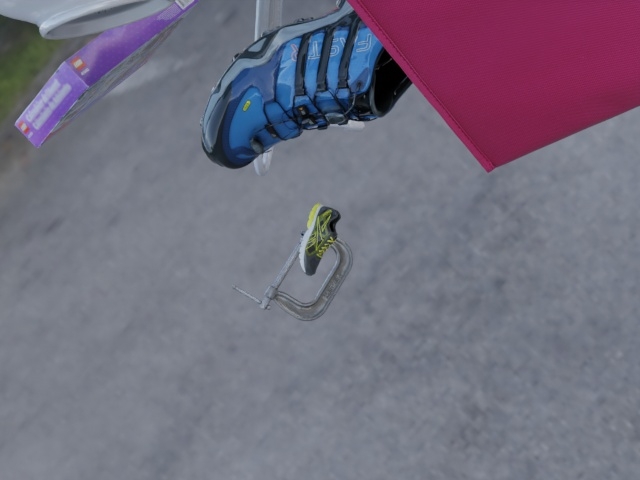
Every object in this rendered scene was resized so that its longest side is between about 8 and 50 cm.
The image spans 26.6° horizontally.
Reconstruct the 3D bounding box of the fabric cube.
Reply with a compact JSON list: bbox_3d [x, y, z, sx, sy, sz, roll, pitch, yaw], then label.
[{"bbox_3d":[0.179,-0.260,1.084,0.258,0.254,0.259,-24,47,24],"label":"fabric cube"}]

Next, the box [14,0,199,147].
[{"bbox_3d":[-0.337,-0.282,2.138,0.201,0.057,0.293,-38,7,48],"label":"box"}]

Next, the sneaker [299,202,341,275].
[{"bbox_3d":[0.000,0.000,1.529,0.035,0.031,0.083,10,88,23],"label":"sneaker"}]

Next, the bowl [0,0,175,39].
[{"bbox_3d":[-0.233,-0.287,1.369,0.297,0.134,0.298,-16,3,1],"label":"bowl"}]

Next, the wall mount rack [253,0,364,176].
[{"bbox_3d":[-0.012,-0.263,1.887,0.304,0.130,0.350,-32,-54,-80],"label":"wall mount rack"}]

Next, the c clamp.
[{"bbox_3d":[-0.033,0.049,2.060,0.161,0.137,0.022,-53,-2,-5],"label":"c clamp"}]

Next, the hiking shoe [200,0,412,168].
[{"bbox_3d":[0.007,-0.166,1.400,0.304,0.113,0.132,-38,51,9],"label":"hiking shoe"}]
